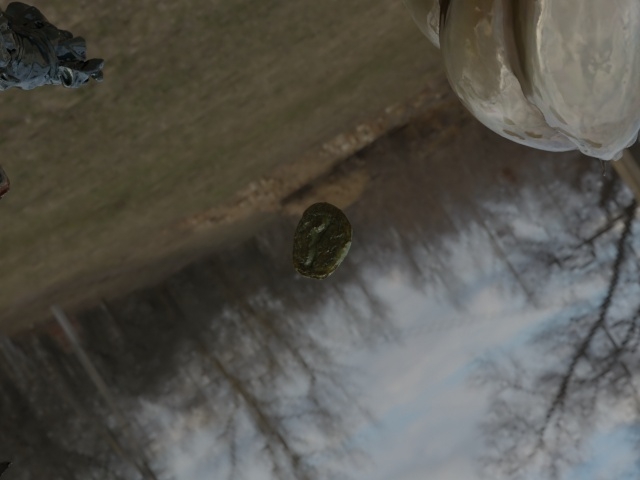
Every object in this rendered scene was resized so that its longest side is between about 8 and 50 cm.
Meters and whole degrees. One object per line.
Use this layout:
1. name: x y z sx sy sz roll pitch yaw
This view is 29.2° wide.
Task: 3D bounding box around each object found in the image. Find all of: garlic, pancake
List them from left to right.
1. pancake: 0.000 0.001 1.622 0.108 0.108 0.017 -32 147 33
2. garlic: 0.155 -0.183 0.761 0.210 0.237 0.292 -28 148 -9

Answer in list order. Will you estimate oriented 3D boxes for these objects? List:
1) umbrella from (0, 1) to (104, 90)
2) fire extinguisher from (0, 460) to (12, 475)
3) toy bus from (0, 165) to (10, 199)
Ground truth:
1. umbrella: -0.375 -0.222 1.382 0.349 0.143 0.094 -13 122 -69
2. fire extinguisher: -0.325 0.399 1.106 0.113 0.376 0.200 9 -153 14
3. toy bus: -0.394 0.023 0.910 0.093 0.092 0.409 -24 -165 37
